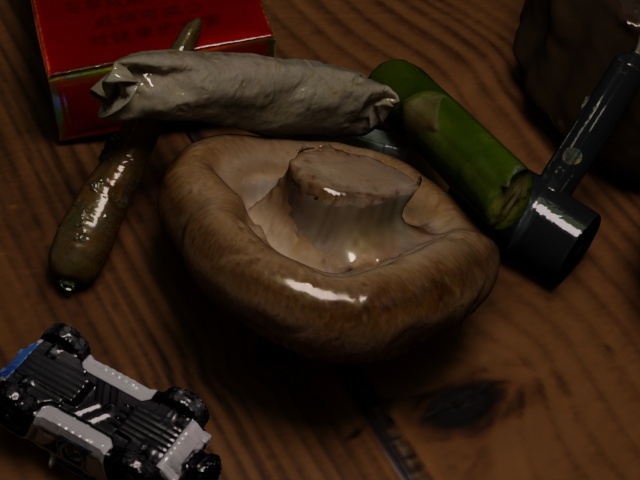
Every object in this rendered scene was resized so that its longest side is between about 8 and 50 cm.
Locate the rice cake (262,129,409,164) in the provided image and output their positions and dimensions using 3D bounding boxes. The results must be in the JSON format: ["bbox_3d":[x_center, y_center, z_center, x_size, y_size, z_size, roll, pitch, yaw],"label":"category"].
[{"bbox_3d":[0.001,-0.098,1.259,0.171,0.033,0.029,18,42,4],"label":"rice cake"}]

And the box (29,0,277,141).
[{"bbox_3d":[-0.172,-0.242,1.290,0.197,0.089,0.313,-12,52,-9],"label":"box"}]

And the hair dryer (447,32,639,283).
[{"bbox_3d":[0.210,-0.084,1.193,0.124,0.219,0.071,36,14,16],"label":"hair dryer"}]

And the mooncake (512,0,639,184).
[{"bbox_3d":[0.344,-0.195,1.329,0.324,0.187,0.324,8,48,-10],"label":"mooncake"}]

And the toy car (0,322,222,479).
[{"bbox_3d":[-0.150,0.133,0.992,0.171,0.070,0.080,27,48,13],"label":"toy car"}]

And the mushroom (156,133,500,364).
[{"bbox_3d":[0.000,0.000,1.087,0.278,0.146,0.278,10,29,-6],"label":"mushroom"}]

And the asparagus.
[{"bbox_3d":[0.109,-0.085,1.172,0.060,0.067,0.277,-31,35,-3],"label":"asparagus"}]

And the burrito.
[{"bbox_3d":[-0.062,-0.118,1.135,0.275,0.082,0.059,0,68,-36],"label":"burrito"}]

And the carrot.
[{"bbox_3d":[-0.153,-0.074,1.131,0.049,0.049,0.254,23,74,7],"label":"carrot"}]
